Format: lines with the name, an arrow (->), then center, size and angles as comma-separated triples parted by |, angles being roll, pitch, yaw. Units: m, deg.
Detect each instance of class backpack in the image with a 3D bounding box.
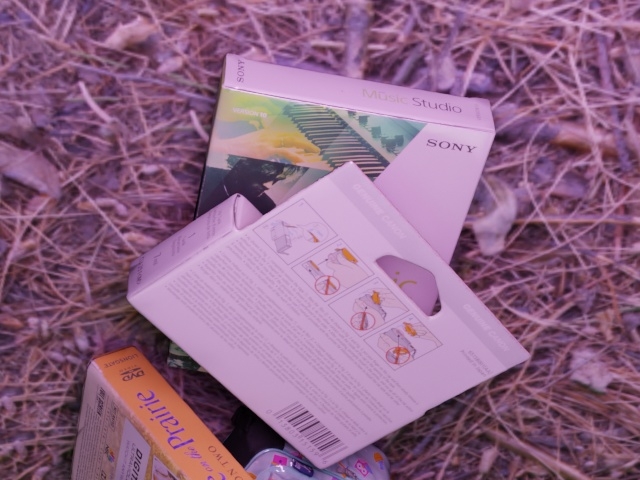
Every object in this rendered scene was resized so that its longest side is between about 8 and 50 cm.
backpack -> -0.019, 0.267, 1.340 | 0.188, 0.144, 0.166 | 22, 121, -28

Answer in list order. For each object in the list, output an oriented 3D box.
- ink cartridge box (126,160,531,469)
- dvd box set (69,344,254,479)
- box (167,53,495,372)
ink cartridge box -> 0.009, 0.061, 1.158 | 0.239, 0.060, 0.275 | -32, 122, 21
dvd box set -> -0.104, 0.342, 1.253 | 0.062, 0.420, 0.307 | -19, 137, -37
box -> 0.000, 0.000, 1.182 | 0.232, 0.058, 0.322 | 8, 127, -8
